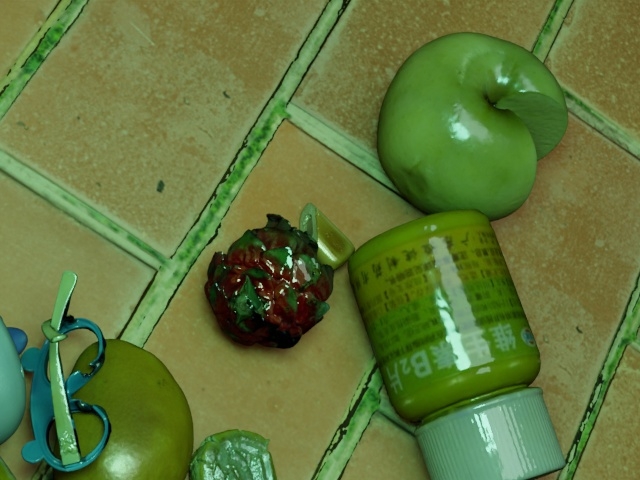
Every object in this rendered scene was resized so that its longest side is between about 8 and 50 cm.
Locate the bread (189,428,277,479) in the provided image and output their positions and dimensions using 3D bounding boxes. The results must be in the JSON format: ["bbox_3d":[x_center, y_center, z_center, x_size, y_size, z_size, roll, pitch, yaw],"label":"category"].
[{"bbox_3d":[-0.111,0.332,1.905,0.117,0.064,0.156,-10,72,-25],"label":"bread"}]

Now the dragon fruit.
[{"bbox_3d":[-0.069,0.060,1.977,0.188,0.182,0.182,-37,87,-21],"label":"dragon fruit"}]

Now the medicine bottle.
[{"bbox_3d":[0.195,0.168,2.012,0.224,0.224,0.385,-12,75,-27],"label":"medicine bottle"}]

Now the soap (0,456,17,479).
[{"bbox_3d":[-0.425,0.346,1.500,0.259,0.143,0.281,-47,48,-6],"label":"soap"}]

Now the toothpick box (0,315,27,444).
[{"bbox_3d":[-0.519,0.177,1.709,0.354,0.263,0.263,-24,80,-30],"label":"toothpick box"}]

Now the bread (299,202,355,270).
[{"bbox_3d":[-0.001,-0.001,2.095,0.103,0.049,0.062,45,51,0],"label":"bread"}]

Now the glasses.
[{"bbox_3d":[-0.301,0.150,1.744,0.102,0.207,0.239,7,46,-19],"label":"glasses"}]

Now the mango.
[{"bbox_3d":[-0.250,0.249,1.837,0.175,0.139,0.255,16,58,-15],"label":"mango"}]

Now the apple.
[{"bbox_3d":[0.225,-0.165,2.141,0.291,0.254,0.292,10,63,-20],"label":"apple"}]
